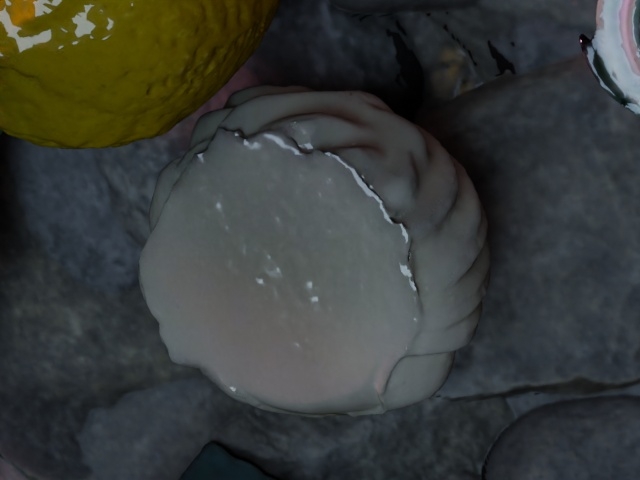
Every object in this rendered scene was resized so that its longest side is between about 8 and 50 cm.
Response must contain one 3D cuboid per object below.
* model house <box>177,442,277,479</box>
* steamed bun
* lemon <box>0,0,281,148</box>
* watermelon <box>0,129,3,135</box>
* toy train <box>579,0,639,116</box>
[{"bbox_3d":[-0.034,0.302,1.027,0.280,0.249,0.230,29,120,6],"label":"model house"},{"bbox_3d":[0.000,0.000,0.962,0.182,0.106,0.183,7,112,18],"label":"steamed bun"},{"bbox_3d":[-0.102,-0.132,0.889,0.180,0.193,0.181,1,134,1],"label":"lemon"},{"bbox_3d":[-0.259,-0.082,0.980,0.222,0.319,0.292,-26,146,-1],"label":"watermelon"},{"bbox_3d":[0.258,-0.122,0.783,0.307,0.173,0.249,36,111,2],"label":"toy train"}]
